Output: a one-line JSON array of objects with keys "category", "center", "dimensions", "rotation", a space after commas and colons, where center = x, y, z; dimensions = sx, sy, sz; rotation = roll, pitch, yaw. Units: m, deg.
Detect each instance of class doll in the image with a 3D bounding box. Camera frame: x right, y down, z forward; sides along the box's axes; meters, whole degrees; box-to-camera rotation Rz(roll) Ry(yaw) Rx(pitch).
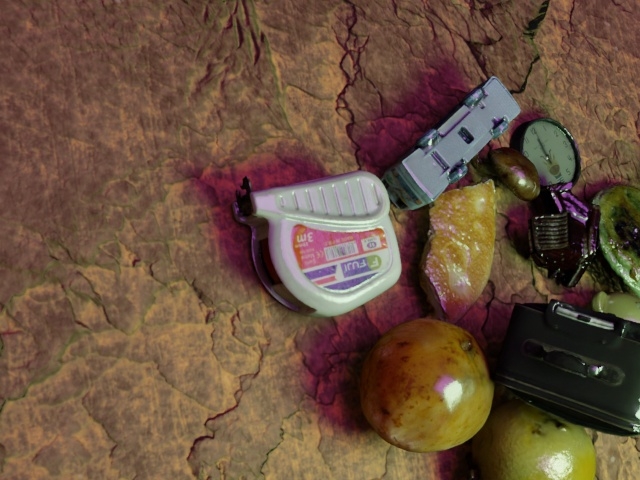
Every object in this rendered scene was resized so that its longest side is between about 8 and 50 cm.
[{"category": "doll", "center": [0.637, 0.234, 1.659], "dimensions": [0.177, 0.162, 0.260], "rotation": [3, 77, -43]}]

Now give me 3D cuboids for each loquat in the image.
[{"category": "loquat", "center": [0.375, 0.408, 1.436], "dimensions": [0.244, 0.244, 0.243], "rotation": [8, 74, -28]}]

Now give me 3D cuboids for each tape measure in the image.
[{"category": "tape measure", "center": [0.000, 0.000, 1.383], "dimensions": [0.258, 0.130, 0.265], "rotation": [-13, 90, -29]}]

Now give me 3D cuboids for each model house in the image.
[{"category": "model house", "center": [0.500, -0.026, 1.678], "dimensions": [0.164, 0.141, 0.203], "rotation": [19, 60, -11]}]

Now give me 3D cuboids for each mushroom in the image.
[{"category": "mushroom", "center": [0.390, -0.153, 1.653], "dimensions": [0.171, 0.135, 0.080], "rotation": [35, 102, 5]}]

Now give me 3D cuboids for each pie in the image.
[{"category": "pie", "center": [0.718, 0.003, 1.774], "dimensions": [0.323, 0.070, 0.323], "rotation": [22, 48, -26]}]

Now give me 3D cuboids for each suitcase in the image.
[{"category": "suitcase", "center": [0.485, 0.219, 1.390], "dimensions": [0.434, 0.283, 0.194], "rotation": [16, 91, -58]}]

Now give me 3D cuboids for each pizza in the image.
[{"category": "pizza", "center": [0.264, 0.015, 1.557], "dimensions": [0.182, 0.074, 0.365], "rotation": [26, 66, -24]}]

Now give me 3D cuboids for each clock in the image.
[{"category": "clock", "center": [0.504, -0.186, 1.762], "dimensions": [0.185, 0.040, 0.184], "rotation": [8, 74, -28]}]

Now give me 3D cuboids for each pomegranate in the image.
[{"category": "pomegranate", "center": [0.182, 0.253, 1.363], "dimensions": [0.248, 0.248, 0.248], "rotation": [8, 74, -28]}]

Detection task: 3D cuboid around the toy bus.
[{"category": "toy bus", "center": [0.257, -0.191, 1.567], "dimensions": [0.109, 0.136, 0.330], "rotation": [50, 60, -5]}]
